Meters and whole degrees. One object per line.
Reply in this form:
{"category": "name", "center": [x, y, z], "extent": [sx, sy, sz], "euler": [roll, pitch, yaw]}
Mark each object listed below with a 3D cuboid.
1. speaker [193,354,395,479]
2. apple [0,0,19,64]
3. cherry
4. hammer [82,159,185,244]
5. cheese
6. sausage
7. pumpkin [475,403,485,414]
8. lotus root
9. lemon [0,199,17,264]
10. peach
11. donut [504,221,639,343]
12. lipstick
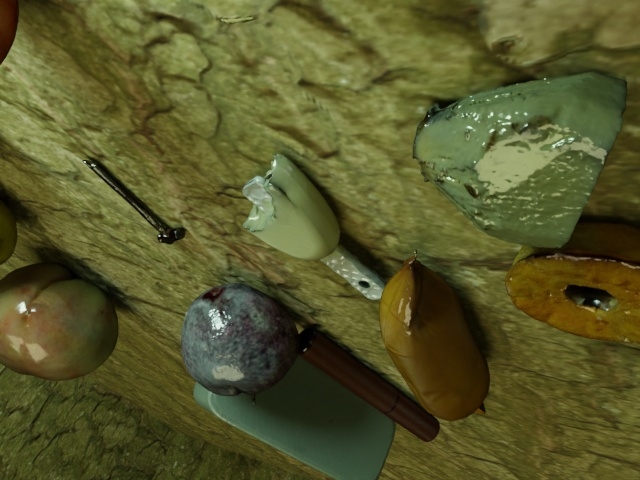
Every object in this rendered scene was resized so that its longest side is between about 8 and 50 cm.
{"category": "speaker", "center": [-0.059, 0.352, 1.067], "extent": [0.406, 0.183, 0.184], "euler": [35, 153, -17]}
{"category": "apple", "center": [-0.348, -0.213, 0.431], "extent": [0.164, 0.163, 0.139], "euler": [14, 159, 19]}
{"category": "cherry", "center": [-0.134, 0.161, 0.832], "extent": [0.195, 0.195, 0.195], "euler": [18, 149, 12]}
{"category": "hammer", "center": [-0.274, -0.058, 0.751], "extent": [0.065, 0.021, 0.178], "euler": [-6, 135, 41]}
{"category": "cheese", "center": [0.000, 0.001, 0.608], "extent": [0.235, 0.049, 0.127], "euler": [38, 145, -22]}
{"category": "sausage", "center": [0.136, 0.121, 0.632], "extent": [0.112, 0.112, 0.328], "euler": [3, 143, 32]}
{"category": "pumpkin", "center": [0.247, 0.269, 0.859], "extent": [0.050, 0.028, 0.083], "euler": [30, 158, -11]}
{"category": "lotus root", "center": [0.144, -0.054, 0.399], "extent": [0.144, 0.070, 0.143], "euler": [10, 146, 25]}
{"category": "lemon", "center": [-0.672, -0.019, 0.944], "extent": [0.193, 0.180, 0.180], "euler": [-11, 138, 15]}
{"category": "peach", "center": [-0.607, 0.187, 1.136], "extent": [0.292, 0.247, 0.292], "euler": [32, 171, 6]}
{"category": "donut", "center": [0.255, 0.038, 0.471], "extent": [0.152, 0.058, 0.151], "euler": [19, 149, 12]}
{"category": "lipstick", "center": [0.094, 0.275, 0.953], "extent": [0.357, 0.057, 0.057], "euler": [41, 146, -22]}
